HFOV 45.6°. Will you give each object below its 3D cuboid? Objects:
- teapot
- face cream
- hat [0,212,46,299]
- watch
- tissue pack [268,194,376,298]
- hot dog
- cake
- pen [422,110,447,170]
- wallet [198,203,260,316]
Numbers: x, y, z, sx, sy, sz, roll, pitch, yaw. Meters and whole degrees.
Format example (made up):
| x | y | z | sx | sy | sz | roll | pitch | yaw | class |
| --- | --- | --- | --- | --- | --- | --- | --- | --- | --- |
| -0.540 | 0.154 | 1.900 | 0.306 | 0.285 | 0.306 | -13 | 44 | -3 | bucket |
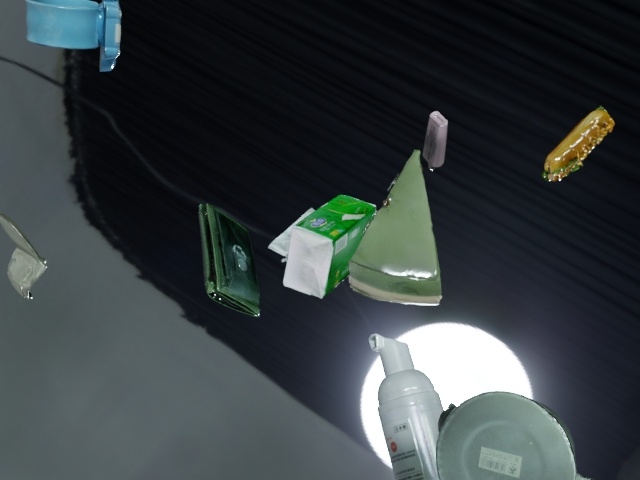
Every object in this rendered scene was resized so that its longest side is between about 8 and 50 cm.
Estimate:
| x | y | z | sx | sy | sz | roll | pitch | yaw | class |
| --- | --- | --- | --- | --- | --- | --- | --- | --- | --- |
| 0.249 | 0.267 | 0.931 | 0.149 | 0.239 | 0.162 | 14 | 100 | -63 | teapot |
| 0.199 | 0.375 | 1.652 | 0.146 | 0.369 | 0.145 | -12 | 160 | -4 | face cream |
| -0.904 | 0.046 | 2.243 | 0.149 | 0.245 | 0.214 | -49 | -165 | -12 | hat |
| -0.528 | -0.467 | 1.627 | 0.211 | 0.193 | 0.210 | 180 | -90 | -73 | watch |
| 0.000 | 0.001 | 1.618 | 0.209 | 0.156 | 0.147 | -39 | 142 | -53 | tissue pack |
| 0.488 | -0.178 | 1.434 | 0.188 | 0.055 | 0.072 | -44 | 153 | -11 | hot dog |
| 0.191 | -0.014 | 1.452 | 0.283 | 0.172 | 0.158 | -60 | 166 | -20 | cake |
| 0.243 | -0.202 | 1.622 | 0.032 | 0.053 | 0.197 | -35 | 155 | -13 | pen |
| -0.196 | 0.040 | 1.674 | 0.055 | 0.236 | 0.160 | -27 | 143 | 24 | wallet |
